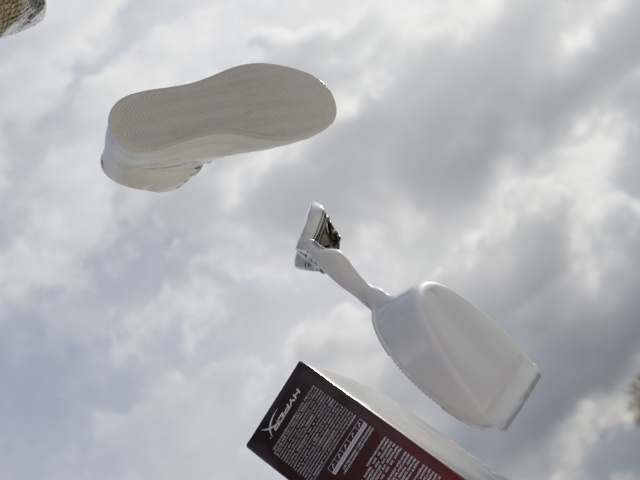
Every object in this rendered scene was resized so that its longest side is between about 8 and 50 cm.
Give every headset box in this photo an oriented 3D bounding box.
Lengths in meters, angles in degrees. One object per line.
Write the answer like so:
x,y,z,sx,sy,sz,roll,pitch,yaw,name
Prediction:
0.102,0.259,0.999,0.110,0.293,0.218,-58,-30,0,headset box

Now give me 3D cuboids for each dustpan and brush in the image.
0.073,0.064,0.777,0.060,0.211,0.147,-45,-8,26,dustpan and brush

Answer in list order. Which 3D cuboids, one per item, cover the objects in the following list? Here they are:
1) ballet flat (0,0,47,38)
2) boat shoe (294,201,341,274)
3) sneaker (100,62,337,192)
-0.352,-0.272,0.849,0.483,0.164,0.182,124,170,-71,ballet flat
0.000,0.000,0.938,0.142,0.040,0.049,102,-175,-74,boat shoe
-0.137,-0.140,1.235,0.293,0.108,0.169,-9,-12,-23,sneaker
